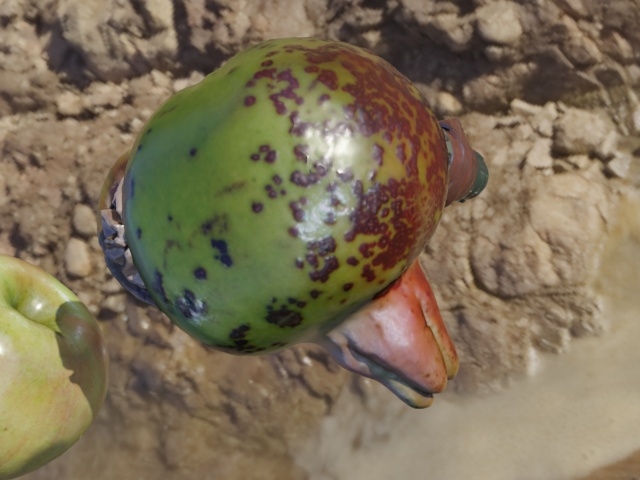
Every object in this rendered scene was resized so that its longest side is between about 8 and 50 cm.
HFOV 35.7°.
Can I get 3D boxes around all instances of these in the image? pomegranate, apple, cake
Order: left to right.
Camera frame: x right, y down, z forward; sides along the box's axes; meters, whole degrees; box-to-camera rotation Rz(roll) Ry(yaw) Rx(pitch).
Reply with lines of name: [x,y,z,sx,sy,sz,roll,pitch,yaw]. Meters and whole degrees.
apple: [-0.451,0.177,1.347,0.277,0.319,0.319,-48,48,13]
cake: [-0.163,-0.019,1.050,0.208,0.178,0.185,29,108,30]
pomegranate: [0.000,0.000,0.611,0.214,0.214,0.248,-39,91,19]

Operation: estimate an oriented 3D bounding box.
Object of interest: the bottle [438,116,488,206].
bottle: [0.167,-0.131,1.595,0.143,0.271,0.156,37,107,40]
